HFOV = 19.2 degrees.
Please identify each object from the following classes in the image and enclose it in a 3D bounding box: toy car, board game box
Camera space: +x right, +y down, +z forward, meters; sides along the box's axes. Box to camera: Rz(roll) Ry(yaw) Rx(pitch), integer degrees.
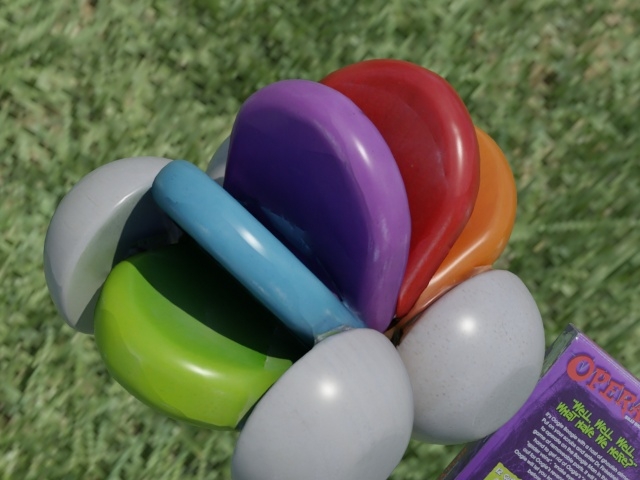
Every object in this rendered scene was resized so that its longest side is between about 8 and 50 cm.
[{"bbox_3d":[0.000,0.000,0.697,0.182,0.136,0.159,-20,53,-42],"label":"toy car"},{"bbox_3d":[0.258,0.251,1.453,0.347,0.208,0.056,40,9,-8],"label":"board game box"}]
